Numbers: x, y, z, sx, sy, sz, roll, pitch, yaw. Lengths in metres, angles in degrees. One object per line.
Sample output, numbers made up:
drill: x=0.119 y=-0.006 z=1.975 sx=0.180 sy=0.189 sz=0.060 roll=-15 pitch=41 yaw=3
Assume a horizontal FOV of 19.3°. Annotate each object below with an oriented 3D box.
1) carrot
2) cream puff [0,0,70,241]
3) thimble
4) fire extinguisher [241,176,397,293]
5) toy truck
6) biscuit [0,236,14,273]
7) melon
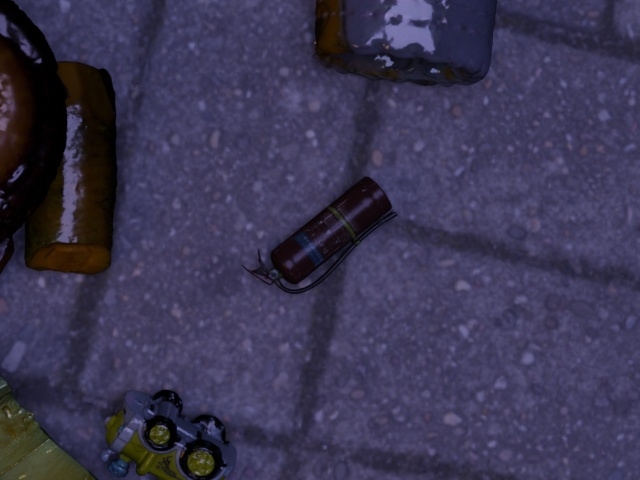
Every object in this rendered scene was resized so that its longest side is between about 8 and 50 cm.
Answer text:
carrot: x=-0.206 y=-0.059 z=1.548 sx=0.082 sy=0.082 sz=0.173 roll=-2 pitch=86 yaw=-10
cream puff: x=-0.314 y=-0.094 z=1.443 sx=0.239 sy=0.165 sz=0.239 roll=0 pitch=89 yaw=-14
thimble: x=0.071 y=-0.197 z=1.574 sx=0.151 sy=0.127 sz=0.118 roll=8 pitch=86 yaw=-12
fire extinguisher: x=0.000 y=0.000 z=1.604 sx=0.132 sy=0.039 sz=0.056 roll=-39 pitch=86 yaw=-8
toy truck: x=-0.130 y=0.175 z=1.565 sx=0.111 sy=0.076 sz=0.077 roll=31 pitch=104 yaw=-7
biscuit: x=-0.425 y=-0.025 z=1.527 sx=0.359 sy=0.046 sz=0.359 roll=0 pitch=89 yaw=-9
melon: x=-0.245 y=0.166 z=1.518 sx=0.064 sy=0.118 sz=0.209 roll=-43 pitch=115 yaw=-13
